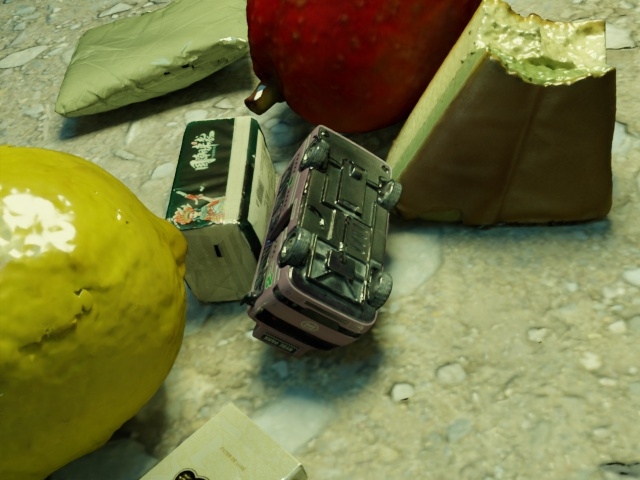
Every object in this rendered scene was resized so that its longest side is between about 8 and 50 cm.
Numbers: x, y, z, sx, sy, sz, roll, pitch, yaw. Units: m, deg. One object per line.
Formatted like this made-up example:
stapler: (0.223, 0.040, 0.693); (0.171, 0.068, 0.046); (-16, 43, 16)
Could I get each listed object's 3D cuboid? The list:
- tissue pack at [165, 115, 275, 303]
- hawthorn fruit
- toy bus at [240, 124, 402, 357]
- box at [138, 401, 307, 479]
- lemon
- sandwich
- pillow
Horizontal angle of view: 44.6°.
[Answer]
tissue pack: (-0.093, -0.034, 0.759); (0.090, 0.103, 0.170); (-8, 42, 10)
hawthorn fruit: (0.043, -0.239, 0.842); (0.307, 0.265, 0.265); (-48, 47, -4)
toy bus: (0.000, 0.000, 0.680); (0.108, 0.096, 0.199); (-44, 25, 42)
box: (-0.100, 0.198, 0.564); (0.167, 0.024, 0.090); (-38, 46, -24)
lemon: (-0.243, 0.056, 0.600); (0.284, 0.260, 0.260); (-18, 41, 3)
sandwich: (0.148, -0.113, 0.710); (0.220, 0.186, 0.108); (-2, 41, 17)
pillow: (-0.218, -0.272, 1.087); (0.280, 0.076, 0.274); (-18, 35, 5)
